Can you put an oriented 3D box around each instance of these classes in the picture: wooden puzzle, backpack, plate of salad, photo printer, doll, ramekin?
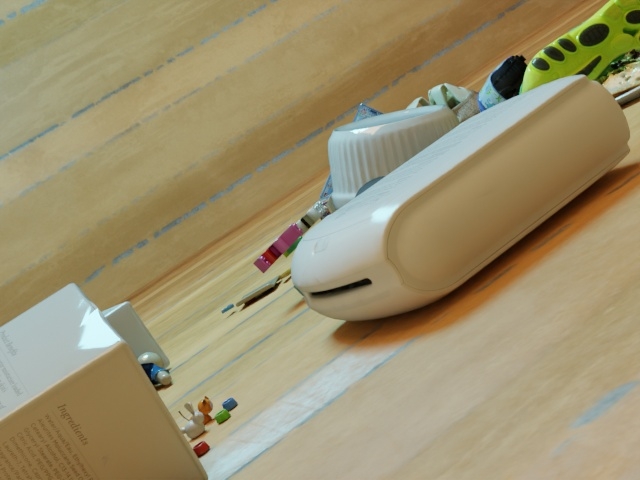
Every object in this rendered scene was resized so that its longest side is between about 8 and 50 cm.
[{"bbox_3d":[-0.092,0.078,1.706,0.116,0.014,0.078,-30,2,19],"label":"wooden puzzle"},{"bbox_3d":[0.295,-0.215,1.714,0.114,0.105,0.084,-40,-12,-46],"label":"backpack"},{"bbox_3d":[0.415,-0.225,1.445,0.200,0.048,0.200,-32,6,4],"label":"plate of salad"},{"bbox_3d":[0.119,-0.030,1.094,0.307,0.107,0.256,-35,7,-22],"label":"photo printer"},{"bbox_3d":[-0.250,0.191,1.439,0.129,0.046,0.189,-20,8,20],"label":"doll"},{"bbox_3d":[0.107,-0.119,1.557,0.207,0.109,0.207,-13,10,2],"label":"ramekin"}]

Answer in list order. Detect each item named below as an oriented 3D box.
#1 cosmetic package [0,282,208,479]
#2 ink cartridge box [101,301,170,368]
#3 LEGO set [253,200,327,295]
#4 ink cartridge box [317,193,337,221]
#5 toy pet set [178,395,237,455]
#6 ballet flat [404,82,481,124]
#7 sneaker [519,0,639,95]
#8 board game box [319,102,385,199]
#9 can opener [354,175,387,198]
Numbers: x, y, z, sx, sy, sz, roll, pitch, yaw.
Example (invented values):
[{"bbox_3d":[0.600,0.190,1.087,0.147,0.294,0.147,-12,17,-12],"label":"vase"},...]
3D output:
[{"bbox_3d":[-0.219,0.159,0.889,0.183,0.151,0.151,-33,29,-15],"label":"cosmetic package"},{"bbox_3d":[-0.367,0.202,1.608,0.197,0.114,0.273,-37,7,-31],"label":"ink cartridge box"},{"bbox_3d":[0.000,0.000,1.509,0.093,0.087,0.227,-45,2,19],"label":"LEGO set"},{"bbox_3d":[0.018,-0.036,1.821,0.029,0.063,0.115,-30,7,10],"label":"ink cartridge box"},{"bbox_3d":[-0.152,0.171,1.044,0.114,0.065,0.122,-30,6,13],"label":"toy pet set"},{"bbox_3d":[0.234,-0.243,2.177,0.316,0.106,0.107,-37,8,-39],"label":"ballet flat"},{"bbox_3d":[0.404,-0.277,1.602,0.295,0.109,0.123,-27,-2,-13],"label":"sneaker"},{"bbox_3d":[0.066,-0.153,2.171,0.194,0.060,0.194,-64,-5,-1],"label":"board game box"},{"bbox_3d":[0.140,-0.073,1.379,0.076,0.095,0.283,-25,10,44],"label":"can opener"}]
